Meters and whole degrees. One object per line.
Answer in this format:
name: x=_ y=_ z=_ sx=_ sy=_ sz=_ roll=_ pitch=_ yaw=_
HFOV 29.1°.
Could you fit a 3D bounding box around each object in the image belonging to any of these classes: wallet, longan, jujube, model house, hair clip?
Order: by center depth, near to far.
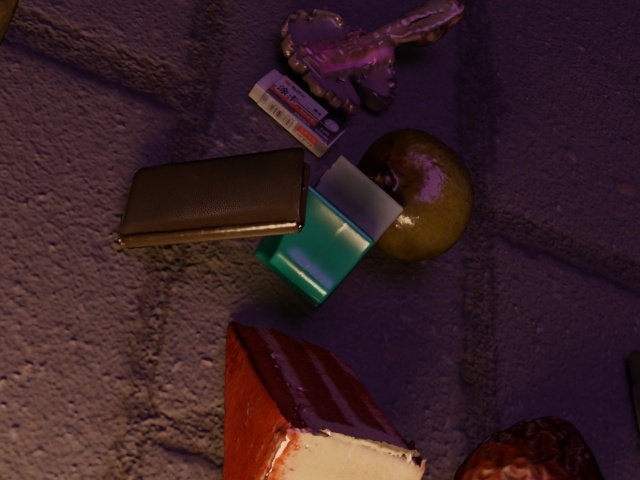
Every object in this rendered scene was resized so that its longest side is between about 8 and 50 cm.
jujube: x=0.222 y=0.269 z=1.278 sx=0.168 sy=0.168 sz=0.236 roll=43 pitch=28 yaw=5
wallet: x=-0.111 y=-0.043 z=1.305 sx=0.198 sy=0.031 sz=0.110 roll=-6 pitch=49 yaw=13
model house: x=0.000 y=0.000 z=1.362 sx=0.100 sy=0.127 sz=0.149 roll=39 pitch=39 yaw=2
longan: x=0.104 y=-0.056 z=1.456 sx=0.155 sy=0.145 sz=0.176 roll=49 pitch=11 yaw=34
hair clip: x=0.074 y=-0.263 z=1.670 sx=0.300 sy=0.069 sz=0.173 roll=-25 pitch=70 yaw=-33

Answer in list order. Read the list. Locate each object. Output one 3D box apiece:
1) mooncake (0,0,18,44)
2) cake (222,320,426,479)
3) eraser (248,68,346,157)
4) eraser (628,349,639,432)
mooncake: x=-0.456 y=-0.273 z=1.266 sx=0.284 sy=0.155 sz=0.284 roll=20 pitch=46 yaw=-22
cake: x=-0.023 y=0.207 z=1.230 sx=0.158 sy=0.159 sz=0.262 roll=17 pitch=13 yaw=-21
eraser: x=-0.029 y=-0.159 z=1.546 sx=0.122 sy=0.029 sz=0.052 roll=42 pitch=43 yaw=3
eraser: x=0.439 y=0.274 z=1.473 sx=0.089 sy=0.061 sz=0.352 roll=17 pitch=48 yaw=-21
